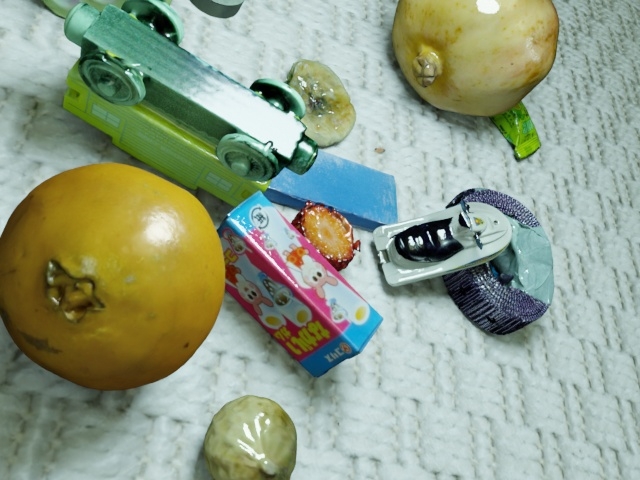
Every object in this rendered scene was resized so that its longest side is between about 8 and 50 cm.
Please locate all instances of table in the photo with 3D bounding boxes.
[{"bbox_3d":[-0.232,-0.557,1.465,0.134,0.043,0.133,16,55,-24],"label":"table"}]

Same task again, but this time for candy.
[{"bbox_3d":[-0.055,0.080,1.123,0.306,0.157,0.100,46,49,0],"label":"candy"},{"bbox_3d":[0.511,-0.340,1.791,0.149,0.069,0.246,-30,82,-43],"label":"candy"}]

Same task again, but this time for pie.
[{"bbox_3d":[-0.004,-0.295,1.450,0.185,0.052,0.218,26,54,-24],"label":"pie"}]

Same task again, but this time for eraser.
[{"bbox_3d":[0.019,-0.113,1.360,0.312,0.042,0.144,16,55,-24],"label":"eraser"}]

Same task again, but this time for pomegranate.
[{"bbox_3d":[0.356,-0.489,1.575,0.412,0.411,0.411,16,56,-24],"label":"pomegranate"}]

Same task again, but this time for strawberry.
[{"bbox_3d":[0.000,0.000,1.251,0.145,0.086,0.145,16,57,-26],"label":"strawberry"}]

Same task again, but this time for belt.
[{"bbox_3d":[0.388,0.041,1.451,0.260,0.122,0.324,7,60,-24],"label":"belt"}]

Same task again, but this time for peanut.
[{"bbox_3d":[-0.103,0.308,0.991,0.141,0.109,0.159,37,37,-22],"label":"peanut"}]

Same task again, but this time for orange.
[{"bbox_3d":[-0.282,0.048,0.909,0.312,0.312,0.312,16,56,-24],"label":"orange"}]

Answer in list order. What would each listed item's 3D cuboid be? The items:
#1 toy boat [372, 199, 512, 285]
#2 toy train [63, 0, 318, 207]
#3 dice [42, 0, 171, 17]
[{"bbox_3d":[0.243,-0.005,1.314,0.141,0.270,0.140,-20,90,-79],"label":"toy boat"},{"bbox_3d":[-0.226,-0.214,1.115,0.442,0.272,0.179,30,62,-12],"label":"toy train"},{"bbox_3d":[-0.385,-0.549,1.227,0.252,0.250,0.254,17,55,-22],"label":"dice"}]
